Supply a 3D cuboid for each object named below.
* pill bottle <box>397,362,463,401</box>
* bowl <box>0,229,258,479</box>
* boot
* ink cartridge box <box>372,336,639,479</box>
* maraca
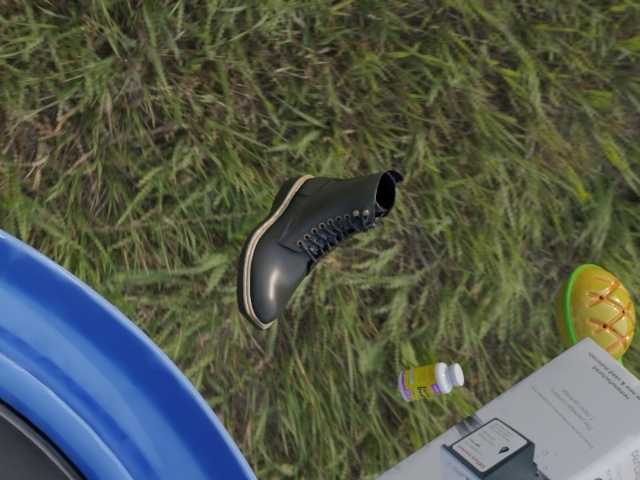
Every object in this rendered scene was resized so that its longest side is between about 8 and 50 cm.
[{"bbox_3d":[0.151,0.191,1.331,0.083,0.043,0.043,-17,105,24],"label":"pill bottle"},{"bbox_3d":[-0.152,0.140,0.324,0.391,0.391,0.077,42,115,-15],"label":"bowl"},{"bbox_3d":[0.000,0.000,1.023,0.077,0.137,0.197,49,48,-39],"label":"boot"},{"bbox_3d":[0.119,0.170,0.592,0.191,0.082,0.139,-33,132,-11],"label":"ink cartridge box"},{"bbox_3d":[0.376,0.124,1.328,0.127,0.099,0.185,4,77,-34],"label":"maraca"}]
